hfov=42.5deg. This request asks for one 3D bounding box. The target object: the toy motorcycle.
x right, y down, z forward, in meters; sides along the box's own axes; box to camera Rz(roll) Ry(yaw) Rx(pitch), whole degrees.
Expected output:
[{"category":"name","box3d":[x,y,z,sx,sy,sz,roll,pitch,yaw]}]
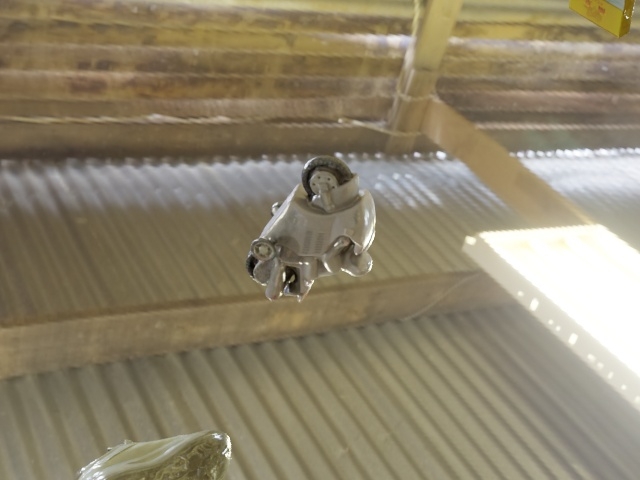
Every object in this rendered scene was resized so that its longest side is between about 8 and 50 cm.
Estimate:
[{"category":"toy motorcycle","box3d":[0.000,0.000,1.200,0.170,0.260,0.110,32,-144,-5]}]

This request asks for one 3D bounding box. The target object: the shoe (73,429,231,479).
[{"category":"shoe","box3d":[-0.318,0.414,1.488,0.159,0.124,0.316,5,-172,39]}]

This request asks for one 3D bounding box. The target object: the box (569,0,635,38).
[{"category":"box","box3d":[0.332,-0.319,0.957,0.023,0.155,0.087,-34,-127,-16]}]
